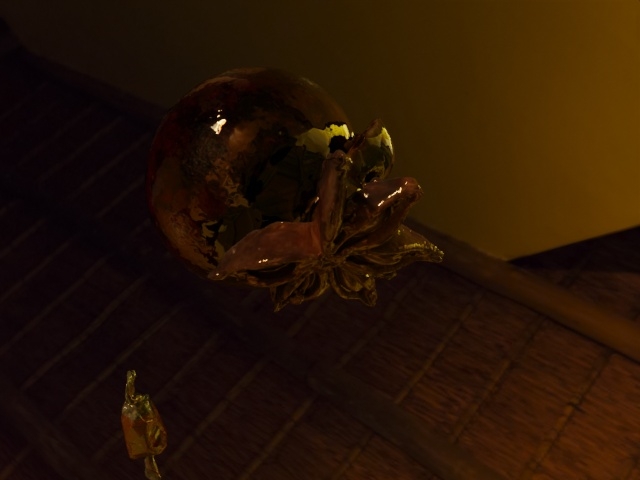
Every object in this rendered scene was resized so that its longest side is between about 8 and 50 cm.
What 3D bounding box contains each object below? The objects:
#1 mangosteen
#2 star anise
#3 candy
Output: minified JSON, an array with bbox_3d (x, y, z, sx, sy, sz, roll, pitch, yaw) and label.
[{"bbox_3d":[-0.069,-0.068,0.983,0.311,0.311,0.311,5,-103,-22],"label":"mangosteen"},{"bbox_3d":[0.015,0.004,0.699,0.171,0.208,0.063,23,-139,-33],"label":"star anise"},{"bbox_3d":[-0.215,0.234,0.954,0.046,0.182,0.053,3,-140,4],"label":"candy"}]
